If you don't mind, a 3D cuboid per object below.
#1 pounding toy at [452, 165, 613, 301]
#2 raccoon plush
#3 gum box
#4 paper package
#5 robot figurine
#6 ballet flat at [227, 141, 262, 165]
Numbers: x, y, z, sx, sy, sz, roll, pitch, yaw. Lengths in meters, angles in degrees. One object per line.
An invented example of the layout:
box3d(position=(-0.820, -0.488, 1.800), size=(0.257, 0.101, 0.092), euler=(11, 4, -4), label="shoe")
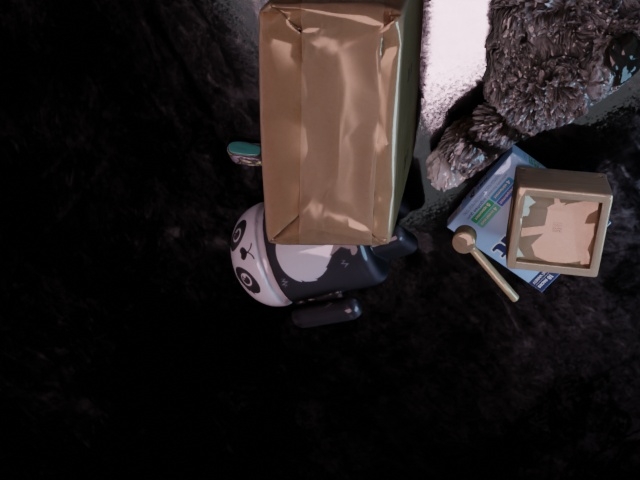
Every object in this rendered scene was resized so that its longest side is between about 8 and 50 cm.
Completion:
box3d(position=(0.294, -0.010, 1.325), size=(0.206, 0.094, 0.181), euler=(6, 117, 7), label="pounding toy")
box3d(position=(0.224, -0.278, 1.194), size=(0.446, 0.216, 0.299), euler=(-38, 97, 26), label="raccoon plush")
box3d(position=(0.312, -0.031, 1.389), size=(0.184, 0.041, 0.157), euler=(34, 118, -9), label="gum box")
box3d(position=(0.034, -0.190, 1.197), size=(0.168, 0.325, 0.309), euler=(5, 118, 8), label="paper package")
box3d(position=(0.000, 0.001, 1.392), size=(0.278, 0.209, 0.173), euler=(-14, 127, 18), label="robot figurine")
box3d(position=(-0.087, -0.129, 1.423), size=(0.114, 0.041, 0.041), euler=(8, 119, 7), label="ballet flat")
